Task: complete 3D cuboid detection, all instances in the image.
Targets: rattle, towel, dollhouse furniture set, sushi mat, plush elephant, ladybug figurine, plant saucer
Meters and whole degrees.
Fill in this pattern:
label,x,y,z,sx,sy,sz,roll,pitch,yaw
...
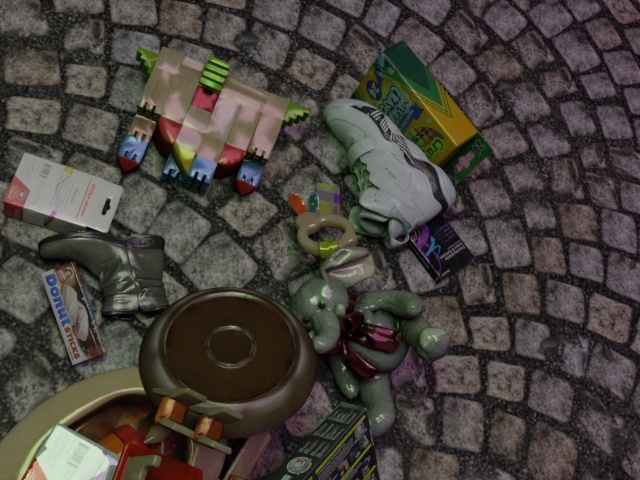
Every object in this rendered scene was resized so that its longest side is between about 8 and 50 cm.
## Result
label,x,y,z,sx,sy,sz,roll,pitch,yaw
rattle,0.000,0.000,1.792,0.130,0.143,0.199,-39,45,-13
towel,0.014,-0.088,1.851,0.060,0.009,0.083,11,62,-16
dollhouse furniture set,-0.204,0.383,1.256,0.259,0.135,0.262,35,62,-36
sushi mat,-0.168,0.448,1.453,0.019,0.151,0.316,24,58,15
plush elephant,0.052,0.164,1.611,0.255,0.272,0.330,20,31,-27
ladybug figurine,-0.367,0.393,1.389,0.449,0.162,0.305,-27,78,-30
plant saucer,-0.157,0.192,1.436,0.310,0.050,0.311,5,49,-6

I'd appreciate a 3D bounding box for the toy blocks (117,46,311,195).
label,x,y,z,sx,sy,sz,roll,pitch,yaw
toy blocks,-0.245,-0.219,1.732,0.381,0.191,0.261,21,72,-11

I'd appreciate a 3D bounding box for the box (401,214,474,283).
label,x,y,z,sx,sy,sz,roll,pitch,yaw
box,0.262,0.005,1.895,0.116,0.029,0.162,-32,82,-30

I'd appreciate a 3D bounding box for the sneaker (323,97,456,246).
label,x,y,z,sx,sy,sz,roll,pitch,yaw
sneaker,0.108,-0.150,1.837,0.366,0.137,0.210,42,62,9

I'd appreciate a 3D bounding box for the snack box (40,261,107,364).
label,x,y,z,sx,sy,sz,roll,pitch,yaw
snack box,-0.452,0.134,1.523,0.064,0.022,0.178,-21,87,2

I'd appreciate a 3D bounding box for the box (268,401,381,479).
label,x,y,z,sx,sy,sz,roll,pitch,yaw
box,0.009,0.452,1.466,0.270,0.060,0.216,-39,125,-46

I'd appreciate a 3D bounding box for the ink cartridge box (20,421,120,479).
label,x,y,z,sx,sy,sz,roll,pitch,yaw
ink cartridge box,-0.359,0.379,1.260,0.175,0.072,0.127,31,59,-6

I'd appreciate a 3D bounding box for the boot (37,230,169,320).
label,x,y,z,sx,sy,sz,roll,pitch,yaw
boot,-0.408,0.069,1.574,0.246,0.083,0.161,2,74,-18

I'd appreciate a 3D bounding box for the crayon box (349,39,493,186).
label,x,y,z,sx,sy,sz,roll,pitch,yaw
crayon box,0.223,-0.268,1.903,0.083,0.203,0.323,-34,82,-30

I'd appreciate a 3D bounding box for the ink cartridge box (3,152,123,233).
label,x,y,z,sx,sy,sz,roll,pitch,yaw
ink cartridge box,-0.496,-0.078,1.610,0.198,0.067,0.115,19,61,-11
